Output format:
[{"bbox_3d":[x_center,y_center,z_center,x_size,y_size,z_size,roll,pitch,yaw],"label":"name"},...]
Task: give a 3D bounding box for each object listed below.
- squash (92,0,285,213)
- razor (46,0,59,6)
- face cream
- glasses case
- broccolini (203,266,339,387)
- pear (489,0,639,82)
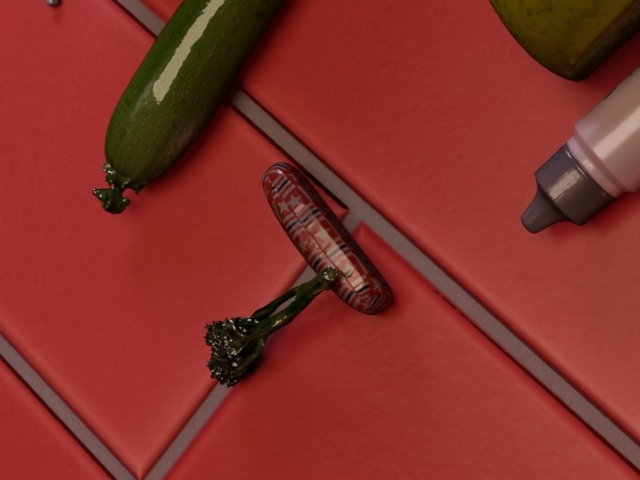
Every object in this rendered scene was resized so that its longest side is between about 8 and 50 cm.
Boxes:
[{"bbox_3d":[-0.136,-0.191,1.863,0.101,0.101,0.379,40,102,25],"label":"squash"},{"bbox_3d":[-0.320,-0.339,2.002,0.040,0.068,0.135,-10,91,27],"label":"razor"},{"bbox_3d":[0.311,-0.113,1.637,0.311,0.092,0.092,-43,68,15],"label":"face cream"},{"bbox_3d":[0.000,0.000,1.784,0.049,0.073,0.194,-41,68,10],"label":"glasses case"},{"bbox_3d":[-0.056,0.077,1.775,0.201,0.058,0.074,-46,61,42],"label":"broccolini"},{"bbox_3d":[0.258,-0.362,1.617,0.342,0.238,0.318,-41,76,16],"label":"pear"}]
